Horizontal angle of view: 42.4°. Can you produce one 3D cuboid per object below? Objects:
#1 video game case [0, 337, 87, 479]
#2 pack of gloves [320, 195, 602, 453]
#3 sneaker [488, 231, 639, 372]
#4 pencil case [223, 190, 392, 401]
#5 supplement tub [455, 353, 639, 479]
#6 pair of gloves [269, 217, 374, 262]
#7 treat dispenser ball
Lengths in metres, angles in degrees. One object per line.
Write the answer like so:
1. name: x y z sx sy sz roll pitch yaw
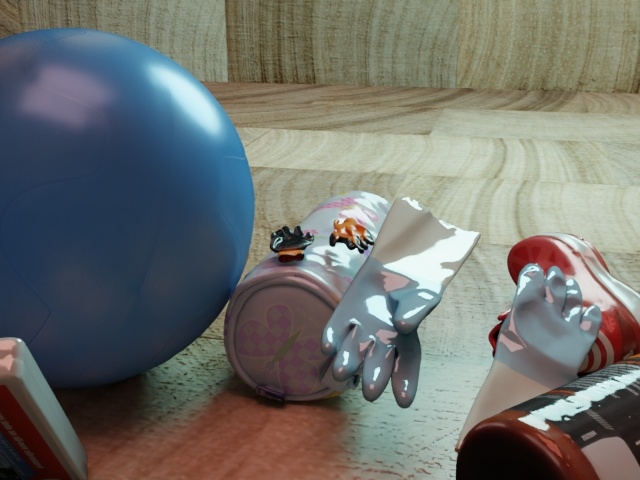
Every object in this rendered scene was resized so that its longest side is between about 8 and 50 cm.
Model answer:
1. video game case: -0.291 0.112 0.458 0.285 0.204 0.025 -2 60 -7
2. pack of gloves: 0.118 0.054 0.614 0.195 0.046 0.232 24 41 7
3. sneaker: 0.198 0.051 0.757 0.128 0.087 0.221 -4 18 -16
4. pencil case: 0.010 0.039 0.753 0.124 0.113 0.273 16 22 9
5. supplement tub: 0.184 0.128 0.496 0.198 0.106 0.106 -14 23 -32
6. pair of gloves: 0.000 0.000 0.670 0.083 0.010 0.074 -8 19 -7
7. treat dispenser ball: -0.197 -0.026 0.673 0.288 0.288 0.288 0 19 0
